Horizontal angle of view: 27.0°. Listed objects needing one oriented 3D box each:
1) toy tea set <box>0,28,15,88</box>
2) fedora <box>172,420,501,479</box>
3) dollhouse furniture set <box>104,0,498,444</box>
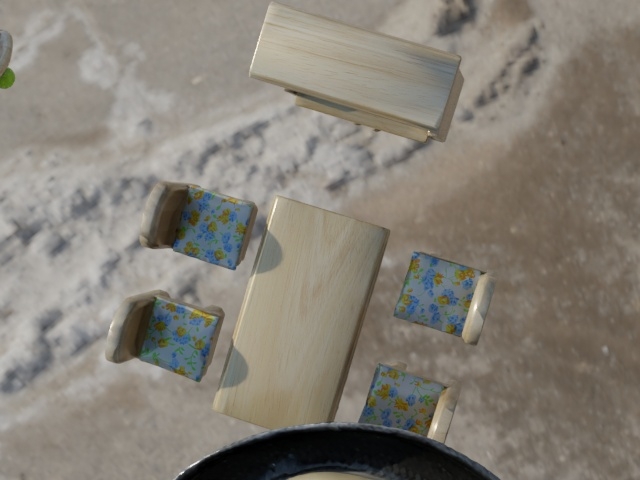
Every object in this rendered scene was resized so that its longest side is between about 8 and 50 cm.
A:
[{"bbox_3d":[-0.378,-0.053,1.121,0.336,0.124,0.200,-35,41,17],"label":"toy tea set"},{"bbox_3d":[0.004,0.267,0.677,0.334,0.152,0.334,1,94,17],"label":"fedora"},{"bbox_3d":[0.000,0.000,0.788,0.212,0.161,0.242,17,94,7],"label":"dollhouse furniture set"}]
